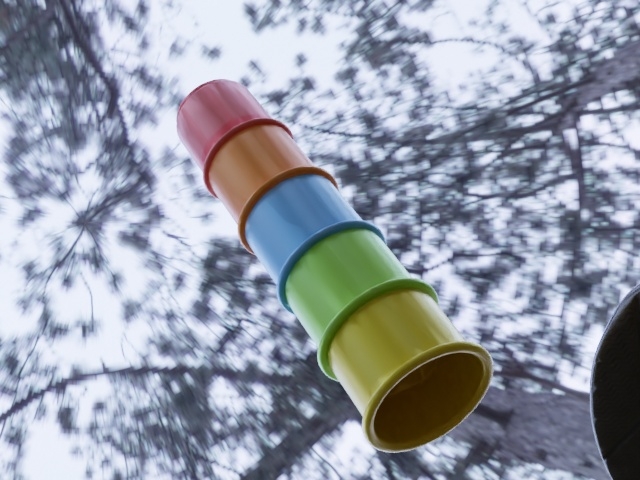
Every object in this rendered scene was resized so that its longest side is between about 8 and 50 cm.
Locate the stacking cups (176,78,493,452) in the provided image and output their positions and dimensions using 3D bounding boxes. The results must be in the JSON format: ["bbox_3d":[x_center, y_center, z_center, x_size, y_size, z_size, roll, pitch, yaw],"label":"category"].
[{"bbox_3d":[0.000,0.000,1.060,0.096,0.096,0.316,-28,-130,-7],"label":"stacking cups"}]

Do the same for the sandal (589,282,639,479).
[{"bbox_3d":[0.173,0.090,0.610,0.090,0.060,0.219,-25,-61,24],"label":"sandal"}]
